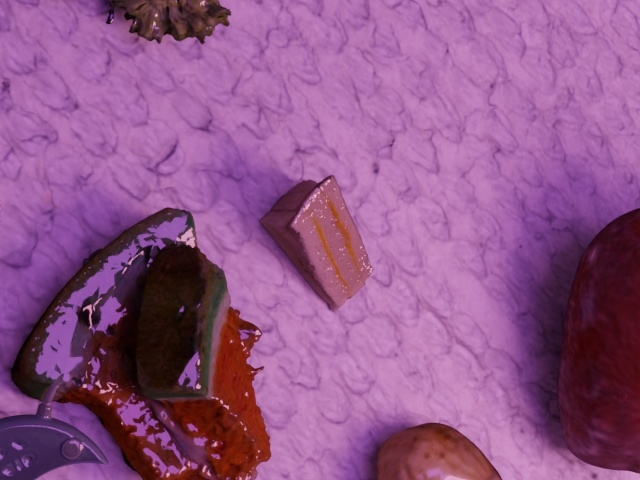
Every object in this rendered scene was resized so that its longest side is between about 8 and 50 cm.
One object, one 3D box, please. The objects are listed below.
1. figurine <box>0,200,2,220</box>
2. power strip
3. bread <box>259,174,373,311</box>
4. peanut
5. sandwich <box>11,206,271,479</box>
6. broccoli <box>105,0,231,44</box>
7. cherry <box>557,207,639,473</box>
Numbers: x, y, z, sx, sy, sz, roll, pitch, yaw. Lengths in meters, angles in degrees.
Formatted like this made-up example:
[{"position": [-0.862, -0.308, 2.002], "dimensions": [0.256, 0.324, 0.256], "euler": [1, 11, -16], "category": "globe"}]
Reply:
[{"position": [-0.416, -0.045, 1.644], "dimensions": [0.174, 0.116, 0.240], "euler": [-23, 104, -28], "category": "figurine"}, {"position": [-0.307, 0.242, 1.694], "dimensions": [0.137, 0.044, 0.216], "euler": [35, 87, -14], "category": "power strip"}, {"position": [0.014, 0.005, 1.902], "dimensions": [0.077, 0.105, 0.152], "euler": [-48, 109, -18], "category": "bread"}, {"position": [0.136, 0.282, 1.950], "dimensions": [0.159, 0.109, 0.140], "euler": [39, 33, -2], "category": "peanut"}, {"position": [-0.153, 0.143, 1.760], "dimensions": [0.250, 0.162, 0.301], "euler": [-40, 103, -23], "category": "sandwich"}, {"position": [-0.177, -0.402, 1.660], "dimensions": [0.353, 0.397, 0.275], "euler": [22, 74, -20], "category": "broccoli"}, {"position": [0.442, 0.121, 2.061], "dimensions": [0.326, 0.291, 0.335], "euler": [-3, 106, -41], "category": "cherry"}]
